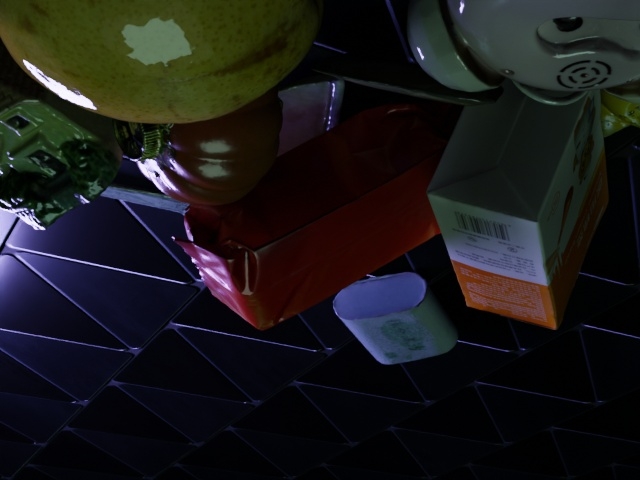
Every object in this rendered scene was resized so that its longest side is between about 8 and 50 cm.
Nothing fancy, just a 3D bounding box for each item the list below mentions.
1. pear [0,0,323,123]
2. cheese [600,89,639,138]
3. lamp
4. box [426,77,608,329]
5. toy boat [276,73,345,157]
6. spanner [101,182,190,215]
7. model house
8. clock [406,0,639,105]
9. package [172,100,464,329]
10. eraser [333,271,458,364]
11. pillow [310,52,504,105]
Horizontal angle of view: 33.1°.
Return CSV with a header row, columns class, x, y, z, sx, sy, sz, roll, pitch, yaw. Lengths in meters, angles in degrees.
class,x,y,z,sx,sy,sz,roll,pitch,yaw
pear,-0.145,-0.253,0.970,0.314,0.314,0.314,0,152,0
cheese,0.399,-0.180,1.355,0.177,0.069,0.270,19,153,-27
lamp,-0.140,-0.149,1.253,0.196,0.223,0.223,-19,165,-35
box,0.268,-0.054,1.395,0.143,0.225,0.341,18,160,23
toy boat,-0.071,-0.107,1.462,0.276,0.111,0.293,-14,141,8
spanner,-0.290,-0.071,1.605,0.301,0.018,0.071,12,149,-23
model house,-0.370,-0.144,1.298,0.214,0.195,0.189,-21,138,31
clock,0.275,-0.267,1.092,0.342,0.184,0.326,8,156,-5
package,0.029,-0.045,1.381,0.423,0.123,0.196,-29,150,-7
eraser,0.142,0.144,1.951,0.174,0.081,0.227,-11,150,18
pillow,0.102,-0.188,1.251,0.217,0.130,0.033,14,111,15
